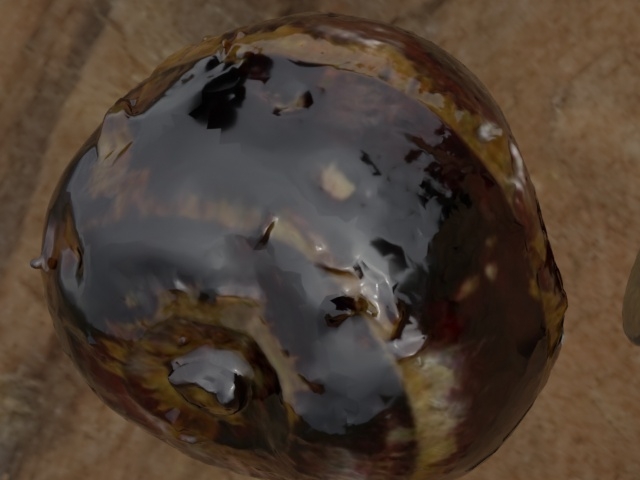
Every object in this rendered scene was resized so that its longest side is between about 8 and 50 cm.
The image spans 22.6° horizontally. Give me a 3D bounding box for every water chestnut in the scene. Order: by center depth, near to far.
[{"bbox_3d":[0.000,0.000,0.909,0.300,0.300,0.300,-12,65,27],"label":"water chestnut"}]

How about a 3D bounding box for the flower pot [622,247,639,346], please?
[{"bbox_3d":[0.408,0.049,1.317,0.267,0.266,0.266,23,82,-2],"label":"flower pot"}]
